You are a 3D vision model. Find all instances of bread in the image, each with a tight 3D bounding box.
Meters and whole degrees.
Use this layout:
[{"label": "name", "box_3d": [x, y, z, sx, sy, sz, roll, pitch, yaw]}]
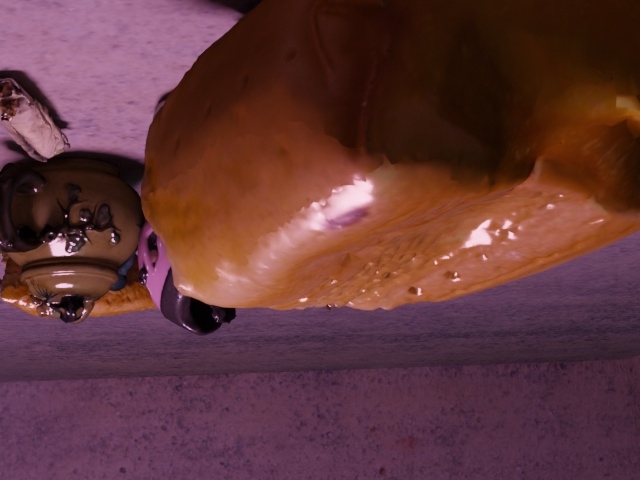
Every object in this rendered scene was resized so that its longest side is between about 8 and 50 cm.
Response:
[{"label": "bread", "box_3d": [0.086, -0.105, 1.001, 0.361, 0.250, 0.394, 1, 162, -32]}]

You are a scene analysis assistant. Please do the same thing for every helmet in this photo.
[{"label": "helmet", "box_3d": [-0.114, -0.010, 1.483, 0.154, 0.253, 0.198, 28, 141, 10]}]

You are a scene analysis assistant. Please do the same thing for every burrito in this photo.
[{"label": "burrito", "box_3d": [-0.290, -0.119, 1.250, 0.045, 0.041, 0.185, -45, 169, -9]}]

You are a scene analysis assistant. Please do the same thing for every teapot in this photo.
[{"label": "teapot", "box_3d": [-0.295, 0.004, 1.452, 0.173, 0.182, 0.269, -8, 166, 18]}]

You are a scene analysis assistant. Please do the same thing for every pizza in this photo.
[{"label": "pizza", "box_3d": [-0.333, 0.047, 1.688, 0.280, 0.075, 0.288, 1, -169, -33]}]

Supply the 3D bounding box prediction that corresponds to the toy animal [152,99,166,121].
[{"label": "toy animal", "box_3d": [-0.063, -0.084, 1.282, 0.179, 0.127, 0.193, -14, 166, 42]}]
